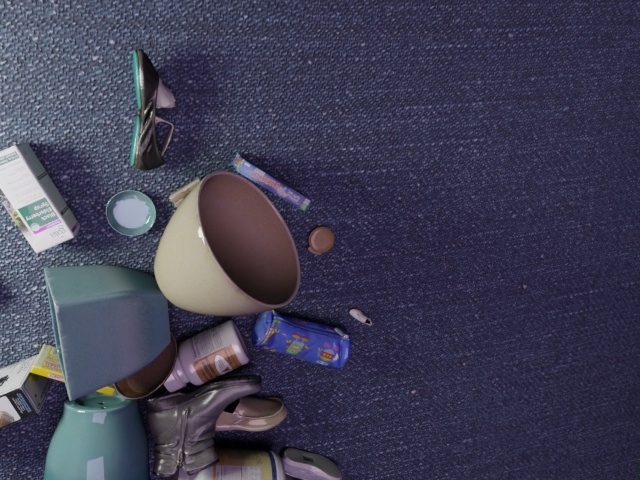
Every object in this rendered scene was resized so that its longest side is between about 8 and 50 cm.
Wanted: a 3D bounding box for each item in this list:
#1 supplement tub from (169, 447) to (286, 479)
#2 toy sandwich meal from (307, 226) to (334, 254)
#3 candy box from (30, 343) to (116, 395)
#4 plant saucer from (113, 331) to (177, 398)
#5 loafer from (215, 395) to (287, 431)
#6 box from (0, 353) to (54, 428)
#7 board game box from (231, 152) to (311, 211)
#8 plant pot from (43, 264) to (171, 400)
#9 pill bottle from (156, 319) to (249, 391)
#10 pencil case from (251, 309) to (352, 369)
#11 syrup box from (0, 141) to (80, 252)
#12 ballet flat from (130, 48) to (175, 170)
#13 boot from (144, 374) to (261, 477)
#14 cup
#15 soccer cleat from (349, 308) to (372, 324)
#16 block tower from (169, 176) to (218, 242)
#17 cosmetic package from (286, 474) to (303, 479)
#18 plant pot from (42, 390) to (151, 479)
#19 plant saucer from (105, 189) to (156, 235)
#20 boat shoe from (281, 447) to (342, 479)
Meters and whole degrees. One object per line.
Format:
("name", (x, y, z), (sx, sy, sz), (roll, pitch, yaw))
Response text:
("supplement tub", (-0.283, 0.743, 1.448), (0.316, 0.228, 0.228), (12, 103, -20))
("toy sandwich meal", (0.000, 0.000, 1.403), (0.085, 0.029, 0.086), (-4, 104, -16))
("candy box", (-0.638, 0.341, 1.278), (0.205, 0.105, 0.027), (26, 103, -22))
("plant saucer", (-0.460, 0.328, 1.295), (0.198, 0.198, 0.036), (-36, 140, -3))
("loafer", (-0.230, 0.510, 1.458), (0.268, 0.102, 0.092), (-2, 113, -15))
("box", (-0.841, 0.409, 1.207), (0.289, 0.169, 0.087), (-21, 110, -8))
("board game box", (-0.129, -0.151, 1.256), (0.201, 0.136, 0.035), (30, 97, -24))
("plant pot", (-0.516, 0.195, 1.201), (0.252, 0.247, 0.248), (-10, 111, -31))
("pill bottle", (-0.326, 0.327, 1.353), (0.229, 0.131, 0.131), (-24, 112, -7))
("pencil case", (-0.046, 0.288, 1.430), (0.306, 0.119, 0.133), (21, 124, -22))
("syrup box", (-0.672, -0.099, 1.130), (0.093, 0.096, 0.237), (-26, 112, -8))
("ballet flat", (-0.400, -0.305, 1.156), (0.096, 0.095, 0.281), (-1, 118, -27))
("boot", (-0.310, 0.514, 1.358), (0.338, 0.118, 0.223), (-14, 81, -3))
("cup", (-0.239, 0.040, 1.115), (0.237, 0.331, 0.331), (-27, 116, 24))
("soccer cleat", (0.127, 0.239, 1.513), (0.083, 0.035, 0.029), (34, 95, -24))
("block tower", (-0.260, -0.013, 1.286), (0.091, 0.097, 0.335), (-34, 115, -4))
("cosmetic package", (-0.152, 0.921, 1.589), (0.129, 0.153, 0.296), (34, 96, -23))
("plant pot", (-0.588, 0.540, 1.286), (0.271, 0.271, 0.255), (2, 92, -17))
("plant saucer", (-0.482, -0.071, 1.237), (0.119, 0.021, 0.119), (-5, 109, -16))
("boat shoe", (-0.038, 0.763, 1.618), (0.227, 0.079, 0.081), (27, 107, -18))
